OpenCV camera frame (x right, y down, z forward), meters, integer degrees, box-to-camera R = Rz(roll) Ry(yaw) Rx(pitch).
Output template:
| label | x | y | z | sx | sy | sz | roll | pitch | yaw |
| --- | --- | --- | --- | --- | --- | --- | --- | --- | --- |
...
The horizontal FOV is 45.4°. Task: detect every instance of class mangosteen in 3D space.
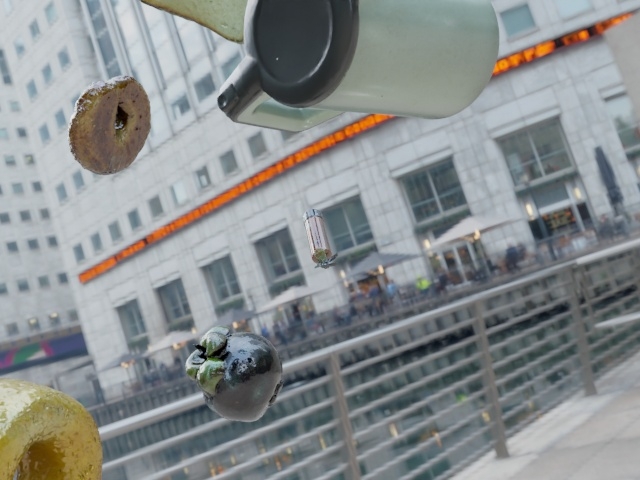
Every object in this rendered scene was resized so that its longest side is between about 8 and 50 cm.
| label | x | y | z | sx | sy | sz | roll | pitch | yaw |
| --- | --- | --- | --- | --- | --- | --- | --- | --- | --- |
| mangosteen | -0.201 | 0.311 | 1.806 | 0.243 | 0.242 | 0.243 | -18 | -7 | -2 |

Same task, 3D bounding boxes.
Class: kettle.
| label | x | y | z | sx | sy | sz | roll | pitch | yaw |
| --- | --- | --- | --- | --- | --- | --- | --- | --- | --- |
| kettle | 0.047 | -0.296 | 1.245 | 0.377 | 0.249 | 0.361 | -10 | -17 | -48 |

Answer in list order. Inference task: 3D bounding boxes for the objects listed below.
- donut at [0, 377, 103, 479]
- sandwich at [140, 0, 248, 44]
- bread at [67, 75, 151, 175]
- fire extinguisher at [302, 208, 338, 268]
| label | x | y | z | sx | sy | sz | roll | pitch | yaw |
| --- | --- | --- | --- | --- | --- | --- | --- | --- | --- |
| donut | -0.395 | 0.320 | 1.006 | 0.109 | 0.277 | 0.278 | -2 | 1 | 27 |
| sandwich | -0.205 | -0.588 | 1.591 | 0.099 | 0.271 | 0.301 | -94 | 29 | -67 |
| bread | -0.367 | -0.200 | 1.335 | 0.064 | 0.193 | 0.193 | 22 | 8 | 20 |
| fire extinguisher | 0.000 | 0.000 | 0.790 | 0.028 | 0.083 | 0.022 | -30 | -50 | 14 |
